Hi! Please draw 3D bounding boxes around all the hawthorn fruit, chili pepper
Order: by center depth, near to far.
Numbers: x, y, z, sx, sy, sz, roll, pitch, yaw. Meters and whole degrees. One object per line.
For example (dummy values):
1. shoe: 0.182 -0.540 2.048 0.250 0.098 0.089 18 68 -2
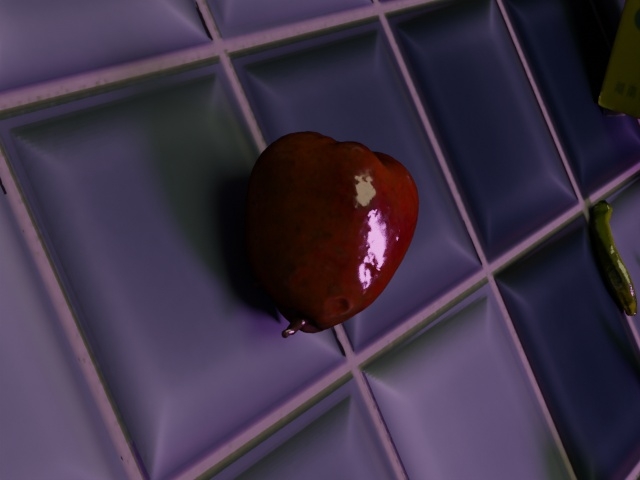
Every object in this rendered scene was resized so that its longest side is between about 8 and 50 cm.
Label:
1. hawthorn fruit: 0.000 0.000 0.620 0.081 0.081 0.093 20 86 -48
2. chili pepper: 0.204 0.011 0.940 0.030 0.017 0.083 8 65 -54

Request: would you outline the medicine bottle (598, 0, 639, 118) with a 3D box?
1. medicine bottle: 0.322 -0.197 1.009 0.141 0.137 0.250 -12 119 -55
